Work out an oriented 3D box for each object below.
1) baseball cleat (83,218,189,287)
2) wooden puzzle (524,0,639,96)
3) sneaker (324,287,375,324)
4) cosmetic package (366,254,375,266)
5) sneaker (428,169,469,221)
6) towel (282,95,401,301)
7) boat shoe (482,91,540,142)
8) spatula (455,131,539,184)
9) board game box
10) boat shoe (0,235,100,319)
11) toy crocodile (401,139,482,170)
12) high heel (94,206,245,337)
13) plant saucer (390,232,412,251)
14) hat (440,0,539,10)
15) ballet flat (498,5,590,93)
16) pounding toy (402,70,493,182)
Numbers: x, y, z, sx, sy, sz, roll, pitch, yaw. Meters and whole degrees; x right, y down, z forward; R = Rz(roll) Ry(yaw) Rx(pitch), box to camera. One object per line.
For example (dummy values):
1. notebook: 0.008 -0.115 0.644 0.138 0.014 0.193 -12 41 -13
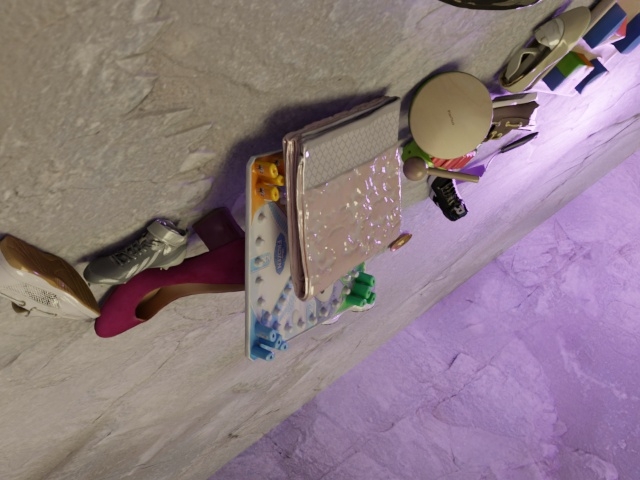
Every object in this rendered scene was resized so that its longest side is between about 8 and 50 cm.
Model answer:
1. baseball cleat: -0.326 0.015 1.457 0.206 0.072 0.109 -20 140 -45
2. wooden puzzle: 0.688 -0.469 2.023 0.348 0.080 0.322 -12 150 -51
3. sneaker: 0.056 0.174 2.484 0.271 0.100 0.108 -19 131 -35
4. cosmetic package: 0.021 0.015 1.936 0.224 0.138 0.224 -21 158 -38
5. sneaker: 0.357 -0.122 2.219 0.079 0.121 0.217 -36 162 -3
6. towel: 0.055 -0.087 1.541 0.332 0.053 0.317 -31 127 -45
7. boat shoe: 0.406 -0.280 1.900 0.116 0.096 0.324 3 -164 42
8. spatula: 0.506 -0.239 2.339 0.296 0.030 0.084 -32 159 -11
9. board game box: 0.000 0.000 1.588 0.390 0.050 0.390 -22 120 -50
10. boat shoe: -0.456 0.079 1.319 0.096 0.098 0.277 -36 152 1
11. toy crocodile: 0.292 -0.210 1.913 0.115 0.105 0.340 -45 160 26
12. high heel: -0.271 0.114 1.583 0.377 0.181 0.127 -41 161 14
13. plant saucer: 0.241 0.002 2.483 0.083 0.015 0.083 -32 162 -12
14. hat: 0.248 -0.478 1.138 0.331 0.134 0.331 -17 144 -13
15. ballet flat: 0.483 -0.419 1.797 0.086 0.086 0.248 -14 153 -48
16. pounding toy: 0.257 -0.248 1.733 0.183 0.110 0.237 0 111 -13
